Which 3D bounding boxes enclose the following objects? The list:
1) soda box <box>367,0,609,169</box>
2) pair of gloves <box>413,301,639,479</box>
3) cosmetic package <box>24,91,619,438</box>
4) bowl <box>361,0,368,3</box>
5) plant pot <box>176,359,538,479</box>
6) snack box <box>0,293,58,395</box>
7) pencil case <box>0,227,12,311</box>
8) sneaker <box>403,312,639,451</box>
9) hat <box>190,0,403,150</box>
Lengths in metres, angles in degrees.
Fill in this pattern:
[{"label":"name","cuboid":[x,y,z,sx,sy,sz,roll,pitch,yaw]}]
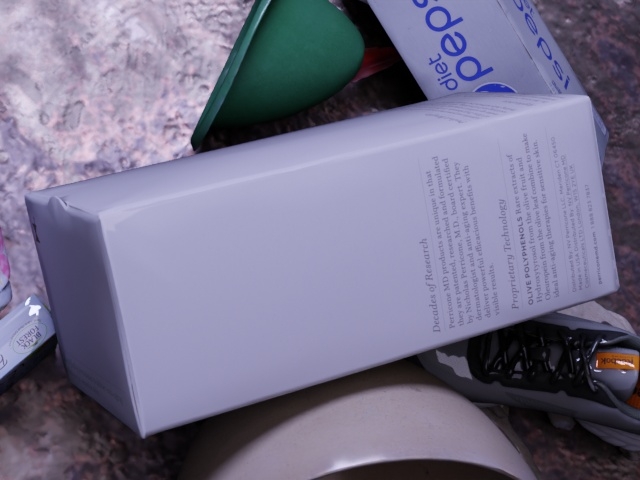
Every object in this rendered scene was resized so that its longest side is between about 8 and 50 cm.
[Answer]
[{"label":"soda box","cuboid":[0.125,-0.167,1.177,0.286,0.098,0.091,56,28,-15]},{"label":"pair of gloves","cuboid":[0.179,0.144,1.203,0.204,0.042,0.240,40,69,-2]},{"label":"cosmetic package","cuboid":[0.000,0.000,1.017,0.366,0.197,0.155,-16,103,-21]},{"label":"bowl","cuboid":[0.084,-0.258,1.267,0.142,0.053,0.142,17,73,-11]},{"label":"plant pot","cuboid":[0.011,0.185,1.055,0.284,0.284,0.191,-3,41,-15]},{"label":"snack box","cuboid":[-0.258,0.106,1.067,0.141,0.100,0.037,-42,90,-20]},{"label":"pencil case","cuboid":[-0.311,-0.062,1.036,0.124,0.113,0.273,-22,106,-45]},{"label":"sneaker","cuboid":[0.185,0.093,1.139,0.272,0.108,0.100,15,73,-10]},{"label":"hat","cuboid":[0.019,-0.129,1.158,0.184,0.173,0.208,25,74,-9]}]
